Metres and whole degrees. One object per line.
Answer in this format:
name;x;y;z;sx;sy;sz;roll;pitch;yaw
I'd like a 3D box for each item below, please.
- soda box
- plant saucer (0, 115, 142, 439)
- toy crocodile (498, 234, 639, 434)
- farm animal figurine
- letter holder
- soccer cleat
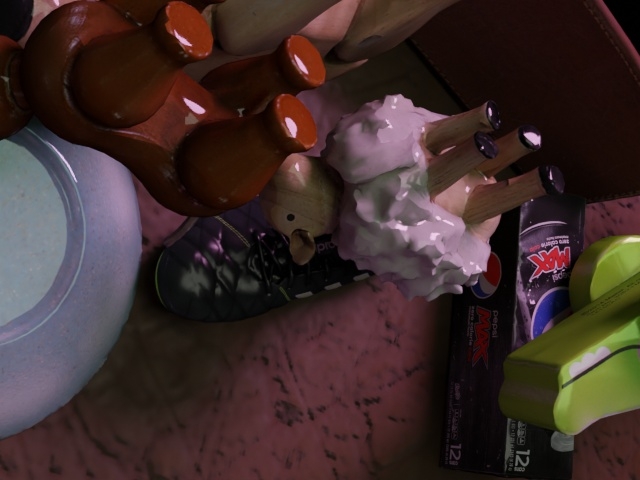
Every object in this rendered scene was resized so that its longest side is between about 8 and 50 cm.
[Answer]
soda box;0.115;0.054;0.675;0.053;0.060;0.168;11;79;-31
plant saucer;-0.159;-0.004;0.503;0.195;0.037;0.194;3;84;-35
toy crocodile;0.247;0.017;0.641;0.341;0.115;0.105;-30;98;-21
farm animal figurine;-0.071;-0.135;0.491;0.327;0.172;0.330;11;58;-50
letter holder;0.151;-0.181;0.630;0.302;0.214;0.152;46;62;-23
soccer cleat;0.000;0.000;0.592;0.179;0.072;0.060;-15;94;-35
